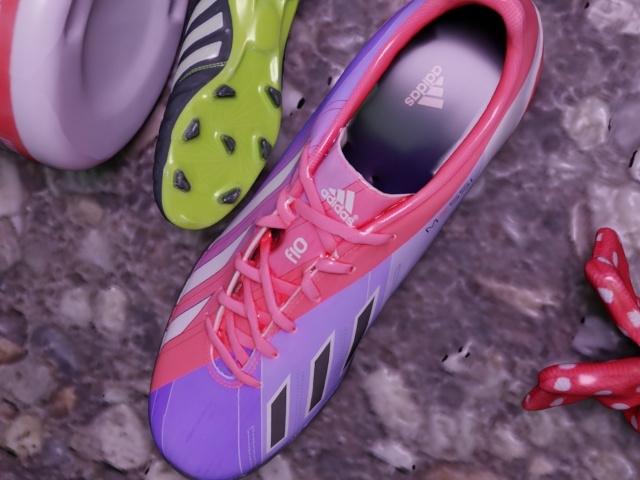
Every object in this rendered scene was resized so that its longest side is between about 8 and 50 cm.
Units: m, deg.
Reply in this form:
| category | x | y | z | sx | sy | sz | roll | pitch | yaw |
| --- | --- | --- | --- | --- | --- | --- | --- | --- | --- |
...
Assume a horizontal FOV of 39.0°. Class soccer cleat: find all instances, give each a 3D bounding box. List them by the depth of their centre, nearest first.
| category | x | y | z | sx | sy | sz | roll | pitch | yaw |
| --- | --- | --- | --- | --- | --- | --- | --- | --- | --- |
| soccer cleat | 0.000 | 0.000 | 0.465 | 0.109 | 0.116 | 0.318 | 37 | 99 | 6 |
| soccer cleat | -0.052 | -0.092 | 0.489 | 0.060 | 0.072 | 0.178 | 19 | 85 | -30 |

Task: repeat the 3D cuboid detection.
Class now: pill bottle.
| category | x | y | z | sx | sy | sz | roll | pitch | yaw |
| --- | --- | --- | --- | --- | --- | --- | --- | --- | --- |
| pill bottle | -0.226 | -0.155 | 0.473 | 0.283 | 0.161 | 0.161 | 20 | 97 | 8 |

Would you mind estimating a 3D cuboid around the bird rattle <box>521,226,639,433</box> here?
| category | x | y | z | sx | sy | sz | roll | pitch | yaw |
| --- | --- | --- | --- | --- | --- | --- | --- | --- | --- |
| bird rattle | 0.221 | 0.094 | 0.401 | 0.143 | 0.207 | 0.253 | -43 | 95 | -8 |
